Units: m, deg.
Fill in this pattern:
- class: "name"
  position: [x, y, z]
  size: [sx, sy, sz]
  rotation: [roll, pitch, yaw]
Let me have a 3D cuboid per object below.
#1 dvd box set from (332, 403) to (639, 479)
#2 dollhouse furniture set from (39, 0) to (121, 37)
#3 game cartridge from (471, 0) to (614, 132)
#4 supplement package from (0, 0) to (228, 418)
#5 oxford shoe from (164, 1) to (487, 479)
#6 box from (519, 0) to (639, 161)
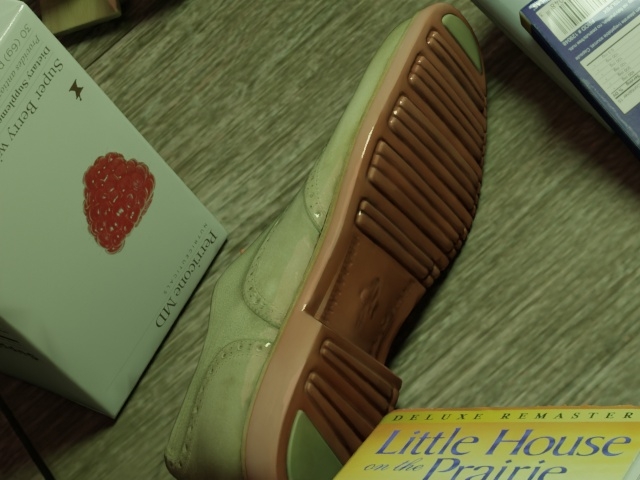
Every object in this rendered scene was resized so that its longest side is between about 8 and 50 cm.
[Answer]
- class: "dvd box set"
  position: [0.081, 0.221, 0.999]
  size: [0.307, 0.062, 0.420]
  rotation: [-4, 25, 32]
- class: "dollhouse furniture set"
  position: [-0.215, -0.296, 1.660]
  size: [0.212, 0.161, 0.242]
  rotation: [-15, 75, 20]
- class: "game cartridge"
  position: [0.247, -0.243, 1.335]
  size: [0.297, 0.062, 0.198]
  rotation: [-43, 79, -3]
- class: "supplement package"
  position: [-0.234, -0.031, 1.349]
  size: [0.175, 0.293, 0.177]
  rotation: [17, 69, 37]
- class: "oxford shoe"
  position: [0.000, 0.000, 1.304]
  size: [0.146, 0.140, 0.397]
  rotation: [3, 58, 39]
- class: "box"
  position: [0.256, -0.110, 1.256]
  size: [0.136, 0.036, 0.225]
  rotation: [-38, 74, -1]
